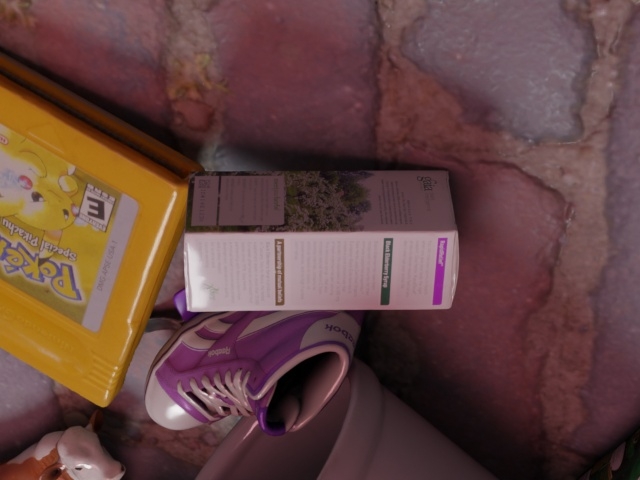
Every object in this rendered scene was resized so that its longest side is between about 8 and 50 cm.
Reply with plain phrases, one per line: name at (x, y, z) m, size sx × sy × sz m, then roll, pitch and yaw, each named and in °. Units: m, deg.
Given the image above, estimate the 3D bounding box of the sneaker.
sneaker at (-0.079, 0.137, 1.307) m, size 0.282 × 0.161 × 0.102 m, roll -36°, pitch 117°, yaw 29°

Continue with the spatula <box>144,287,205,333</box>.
spatula at (-0.179, 0.093, 1.415) m, size 0.296 × 0.030 × 0.084 m, roll -17°, pitch 121°, yaw 29°

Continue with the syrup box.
syrup box at (0.000, 0.000, 1.201) m, size 0.236 × 0.093 × 0.096 m, roll 0°, pitch 129°, yaw -2°

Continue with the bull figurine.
bull figurine at (-0.318, 0.307, 1.579) m, size 0.310 × 0.101 × 0.188 m, roll -20°, pitch 119°, yaw 30°

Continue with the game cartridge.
game cartridge at (-0.286, -0.012, 1.338) m, size 0.285 × 0.053 × 0.324 m, roll 29°, pitch 127°, yaw 5°

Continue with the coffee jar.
coffee jar at (0.325, 0.224, 1.307) m, size 0.096 × 0.079 × 0.184 m, roll 31°, pitch 130°, yaw -2°

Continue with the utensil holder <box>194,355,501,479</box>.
utensil holder at (0.074, 0.347, 1.338) m, size 0.385 × 0.328 × 0.327 m, roll 38°, pitch 129°, yaw -14°
